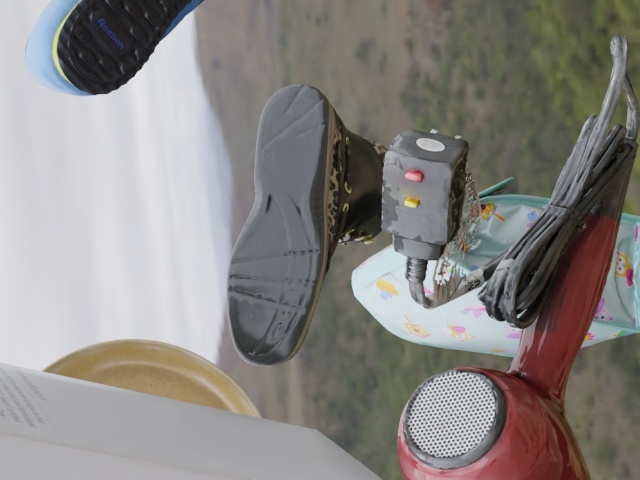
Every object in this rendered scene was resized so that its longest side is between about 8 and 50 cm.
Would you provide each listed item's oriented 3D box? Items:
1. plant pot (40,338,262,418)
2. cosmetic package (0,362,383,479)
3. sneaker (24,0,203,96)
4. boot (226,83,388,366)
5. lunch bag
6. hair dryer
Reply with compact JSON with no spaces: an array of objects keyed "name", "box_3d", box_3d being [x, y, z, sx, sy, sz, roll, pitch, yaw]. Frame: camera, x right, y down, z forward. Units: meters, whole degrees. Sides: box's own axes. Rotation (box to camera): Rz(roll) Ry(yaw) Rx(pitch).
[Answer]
[{"name":"plant pot","box_3d":[-0.148,0.197,1.148,0.032,0.236,0.236,51,-149,-85]},{"name":"cosmetic package","box_3d":[-0.153,0.183,0.803,0.155,0.366,0.196,27,98,61]},{"name":"sneaker","box_3d":[-0.096,-0.167,0.868,0.082,0.209,0.069,19,149,57]},{"name":"boot","box_3d":[0.002,-0.001,1.253,0.179,0.085,0.236,23,-106,-64]},{"name":"lunch bag","box_3d":[0.187,0.034,1.569,0.223,0.262,0.160,147,131,-64]},{"name":"hair dryer","box_3d":[0.122,0.059,0.725,0.080,0.224,0.293,18,119,40]}]
